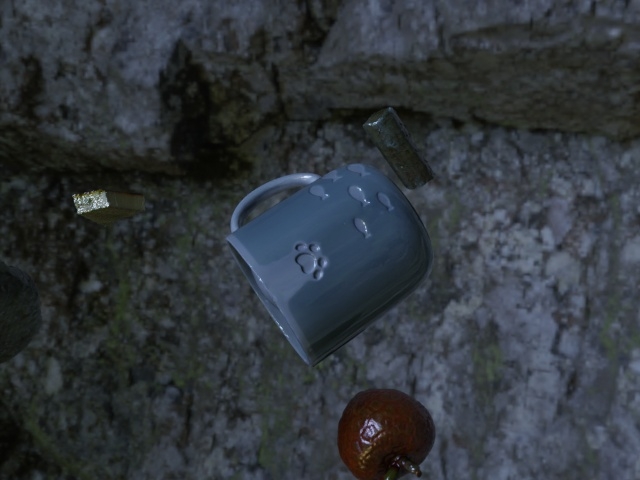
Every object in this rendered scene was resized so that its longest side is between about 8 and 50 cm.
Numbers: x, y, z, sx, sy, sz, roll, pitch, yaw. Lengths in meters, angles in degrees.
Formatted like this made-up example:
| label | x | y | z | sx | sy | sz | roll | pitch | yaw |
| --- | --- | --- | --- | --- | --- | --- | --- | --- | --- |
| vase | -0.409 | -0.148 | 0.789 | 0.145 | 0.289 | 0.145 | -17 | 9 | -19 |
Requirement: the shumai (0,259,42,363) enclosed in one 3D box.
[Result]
| label | x | y | z | sx | sy | sz | roll | pitch | yaw |
| --- | --- | --- | --- | --- | --- | --- | --- | --- | --- |
| shumai | -0.704 | 0.093 | 1.553 | 0.309 | 0.263 | 0.304 | -45 | -20 | 14 |

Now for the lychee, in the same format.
| label | x | y | z | sx | sy | sz | roll | pitch | yaw |
| --- | --- | --- | --- | --- | --- | --- | --- | --- | --- |
| lychee | 0.170 | 0.500 | 2.090 | 0.300 | 0.255 | 0.255 | 56 | 175 | 39 |

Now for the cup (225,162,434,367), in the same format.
| label | x | y | z | sx | sy | sz | roll | pitch | yaw |
| --- | --- | --- | --- | --- | --- | --- | --- | --- | --- |
| cup | 0.000 | 0.000 | 1.401 | 0.274 | 0.357 | 0.259 | -33 | -41 | -9 |

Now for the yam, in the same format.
| label | x | y | z | sx | sy | sz | roll | pitch | yaw |
| --- | --- | --- | --- | --- | --- | --- | --- | --- | --- |
| yam | 0.114 | -0.135 | 1.207 | 0.132 | 0.054 | 0.054 | 52 | -138 | -24 |

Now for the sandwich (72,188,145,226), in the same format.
| label | x | y | z | sx | sy | sz | roll | pitch | yaw |
| --- | --- | --- | --- | --- | --- | --- | --- | --- | --- |
| sandwich | -0.577 | -0.087 | 2.156 | 0.162 | 0.193 | 0.058 | 6 | -106 | -46 |
